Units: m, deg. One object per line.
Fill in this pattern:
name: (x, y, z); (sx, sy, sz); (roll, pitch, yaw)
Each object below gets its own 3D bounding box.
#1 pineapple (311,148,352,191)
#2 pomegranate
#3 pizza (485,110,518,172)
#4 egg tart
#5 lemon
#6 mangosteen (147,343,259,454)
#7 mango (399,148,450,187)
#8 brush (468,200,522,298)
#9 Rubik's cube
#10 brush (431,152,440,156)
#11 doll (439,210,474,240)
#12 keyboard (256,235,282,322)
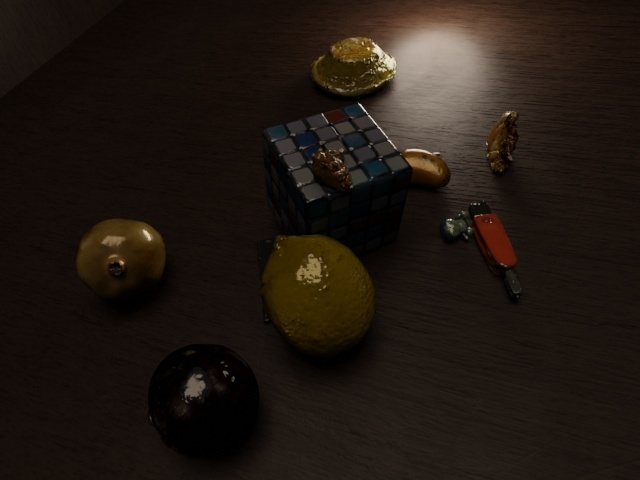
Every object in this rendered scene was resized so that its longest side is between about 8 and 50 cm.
pineapple: (0.027, -0.164, 1.071); (0.114, 0.077, 0.114); (43, 46, -11)
pomegranate: (-0.524, 0.051, 1.271); (0.232, 0.233, 0.233); (-5, 49, 5)
pizza: (0.561, -0.288, 1.465); (0.069, 0.154, 0.194); (11, 71, -5)
egg tart: (0.128, -0.683, 1.856); (0.340, 0.132, 0.342); (-4, 48, 4)
lemon: (-0.007, 0.117, 1.081); (0.253, 0.311, 0.253); (-30, 10, 6)
mangosteen: (-0.255, 0.339, 0.993); (0.265, 0.228, 0.228); (-46, 47, 19)
mango: (0.305, -0.219, 1.450); (0.177, 0.090, 0.115); (12, 62, 15)
brush: (0.452, 0.019, 1.248); (0.070, 0.051, 0.324); (-3, 46, -2)
Rubik's cube: (0.031, -0.137, 1.261); (0.291, 0.287, 0.293); (-22, 56, -18)
brush: (0.342, -0.267, 1.539); (0.083, 0.008, 0.024); (-13, 50, -1)
doll: (0.366, -0.030, 1.301); (0.083, 0.050, 0.076); (-15, 66, -6)
keyboard: (-0.128, 0.053, 1.326); (0.103, 0.041, 0.382); (-10, 55, -1)
